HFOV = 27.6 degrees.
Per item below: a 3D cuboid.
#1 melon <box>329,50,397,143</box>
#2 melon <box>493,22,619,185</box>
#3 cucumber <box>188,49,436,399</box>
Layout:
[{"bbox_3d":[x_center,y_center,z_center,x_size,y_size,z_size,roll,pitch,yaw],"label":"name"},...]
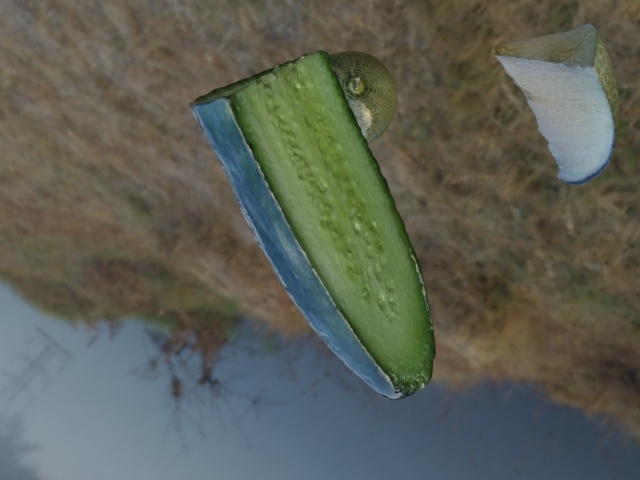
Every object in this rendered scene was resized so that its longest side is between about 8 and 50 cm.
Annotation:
[{"bbox_3d":[0.039,-0.198,1.832,0.139,0.139,0.192,41,169,-1],"label":"melon"},{"bbox_3d":[0.233,-0.114,1.186,0.098,0.054,0.182,-4,140,32],"label":"melon"},{"bbox_3d":[0.000,0.000,0.827,0.063,0.115,0.243,-11,113,38],"label":"cucumber"}]
